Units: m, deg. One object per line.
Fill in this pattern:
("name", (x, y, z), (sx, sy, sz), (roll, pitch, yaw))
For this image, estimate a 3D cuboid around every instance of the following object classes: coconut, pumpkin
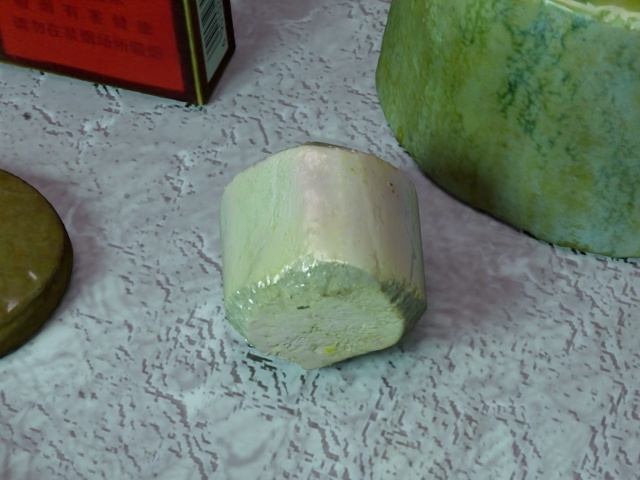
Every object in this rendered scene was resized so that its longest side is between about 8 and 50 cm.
("coconut", (0.000, 0.000, 1.088), (0.116, 0.116, 0.122), (-3, 56, 3))
("pumpkin", (0.191, -0.171, 1.162), (0.332, 0.199, 0.332), (-5, 51, 6))

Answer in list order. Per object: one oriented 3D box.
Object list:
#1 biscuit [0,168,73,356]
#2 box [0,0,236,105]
("biscuit", (-0.362, 0.026, 1.132), (0.432, 0.064, 0.283), (-9, 50, -1))
("box", (-0.141, -0.200, 1.183), (0.153, 0.240, 0.074), (16, 51, 18))
